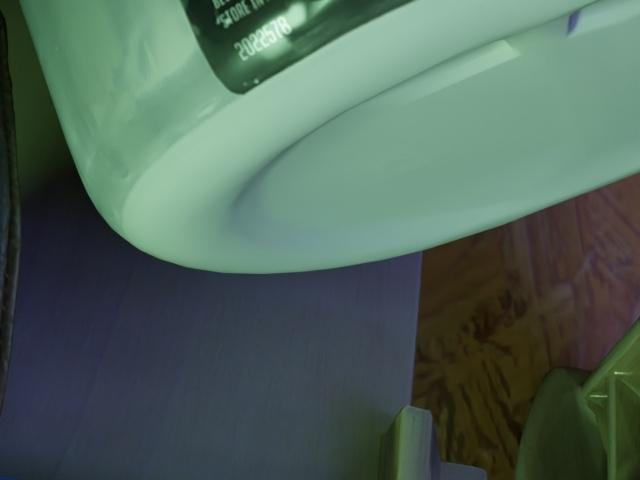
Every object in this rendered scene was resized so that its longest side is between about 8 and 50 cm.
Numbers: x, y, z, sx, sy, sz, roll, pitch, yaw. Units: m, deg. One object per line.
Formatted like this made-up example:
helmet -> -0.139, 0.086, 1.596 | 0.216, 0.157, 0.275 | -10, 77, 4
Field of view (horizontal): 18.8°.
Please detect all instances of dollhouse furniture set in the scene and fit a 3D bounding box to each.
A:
dollhouse furniture set -> 0.000, 0.000, 0.575 | 0.303, 0.198, 0.286 | 11, 59, -11

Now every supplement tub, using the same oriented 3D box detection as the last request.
supplement tub -> -0.002, -0.168, 0.414 | 0.193, 0.193, 0.316 | -7, 72, -41

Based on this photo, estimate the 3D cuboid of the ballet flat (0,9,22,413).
ballet flat -> -0.143, -0.086, 0.401 | 0.116, 0.124, 0.342 | -17, 94, -20
